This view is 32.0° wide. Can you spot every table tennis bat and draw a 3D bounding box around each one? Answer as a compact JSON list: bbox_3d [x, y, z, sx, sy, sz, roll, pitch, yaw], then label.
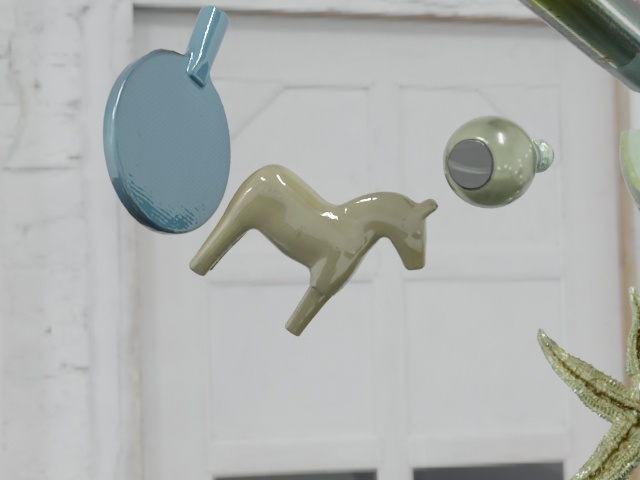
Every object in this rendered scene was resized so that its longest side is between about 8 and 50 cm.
[{"bbox_3d":[-0.178,-0.160,1.425,0.044,0.329,0.215,-9,-35,36],"label":"table tennis bat"}]

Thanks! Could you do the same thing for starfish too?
[{"bbox_3d":[0.486,0.241,1.625,0.347,0.357,0.078,2,-25,19],"label":"starfish"}]

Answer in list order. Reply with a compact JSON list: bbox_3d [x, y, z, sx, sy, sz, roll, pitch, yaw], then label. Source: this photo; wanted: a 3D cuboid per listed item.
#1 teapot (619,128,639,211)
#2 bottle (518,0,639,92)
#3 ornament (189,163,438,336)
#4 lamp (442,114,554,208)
[{"bbox_3d":[0.562,-0.130,1.421,0.322,0.239,0.239,14,41,7],"label":"teapot"},{"bbox_3d":[0.276,-0.247,1.167,0.286,0.082,0.082,26,-20,-40],"label":"bottle"},{"bbox_3d":[0.000,0.000,1.326,0.230,0.245,0.061,38,17,3],"label":"ornament"},{"bbox_3d":[0.190,-0.080,1.118,0.091,0.090,0.163,-3,3,37],"label":"lamp"}]
